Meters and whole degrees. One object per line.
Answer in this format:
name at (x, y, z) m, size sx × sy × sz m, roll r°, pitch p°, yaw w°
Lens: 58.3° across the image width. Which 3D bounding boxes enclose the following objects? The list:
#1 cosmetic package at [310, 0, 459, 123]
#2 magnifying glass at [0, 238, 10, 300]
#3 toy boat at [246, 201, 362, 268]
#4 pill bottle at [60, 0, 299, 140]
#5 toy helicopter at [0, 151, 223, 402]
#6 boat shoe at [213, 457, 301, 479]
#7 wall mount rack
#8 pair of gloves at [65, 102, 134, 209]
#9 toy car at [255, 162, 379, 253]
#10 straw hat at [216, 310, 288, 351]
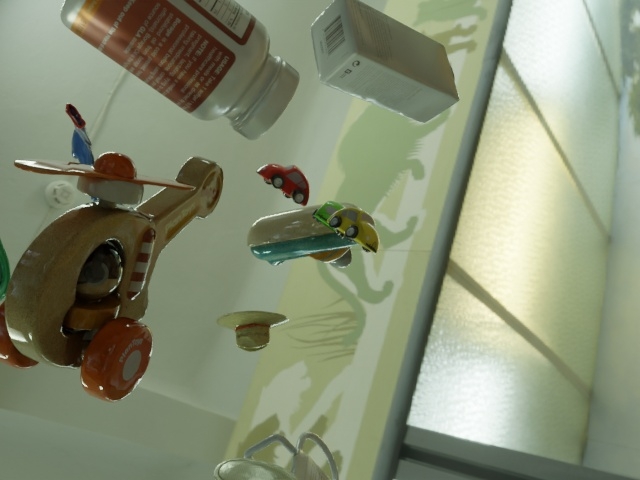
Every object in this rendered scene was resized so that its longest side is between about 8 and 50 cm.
cosmetic package at (0.104, -0.275, 0.892) m, size 0.231 × 0.086 × 0.117 m, roll 12°, pitch -119°, yaw -39°
magnifying glass at (-0.477, -0.025, 0.805) m, size 0.092 × 0.026 × 0.230 m, roll 66°, pitch -168°, yaw -82°
toy boat at (0.000, 0.000, 1.293) m, size 0.318 × 0.268 × 0.147 m, roll -7°, pitch -93°, yaw -70°
pill bottle at (-0.131, -0.199, 0.577) m, size 0.216 × 0.121 × 0.121 m, roll 34°, pitch -117°, yaw -26°
toy helicopter at (-0.206, -0.017, 0.638) m, size 0.355 × 0.140 × 0.234 m, roll -56°, pitch -22°, yaw -53°
boat shoe at (-0.042, 0.367, 0.773) m, size 0.084 × 0.233 × 0.079 m, roll -43°, pitch -31°, yaw -67°
wall mount rack at (-0.023, 0.495, 0.929) m, size 0.304 × 0.131 × 0.350 m, roll 52°, pitch -165°, yaw -11°
pair of gloves at (-0.309, -0.085, 0.803) m, size 0.023 × 0.198 × 0.159 m, roll -27°, pitch -27°, yaw -26°
toy car at (0.015, -0.053, 0.995) m, size 0.053 × 0.239 × 0.225 m, roll -55°, pitch -12°, yaw 0°
straw hat at (-0.133, 0.187, 1.135) m, size 0.145 × 0.145 × 0.061 m, roll 24°, pitch -126°, yaw -48°
